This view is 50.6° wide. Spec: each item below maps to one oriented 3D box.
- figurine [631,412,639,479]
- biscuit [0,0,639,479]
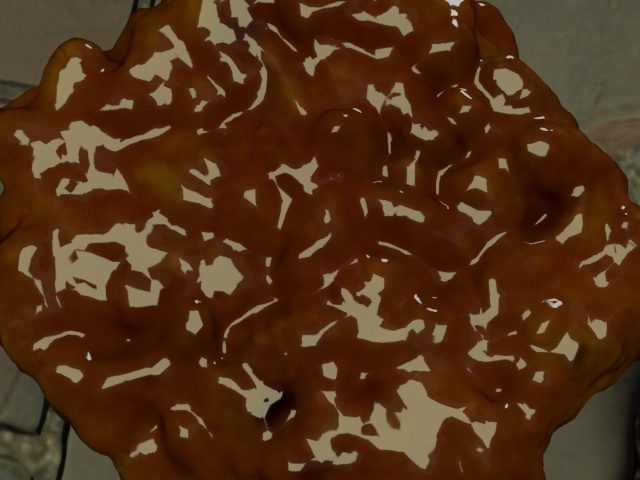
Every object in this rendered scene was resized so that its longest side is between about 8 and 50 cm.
[{"bbox_3d":[0.242,0.080,0.327,0.145,0.145,0.222,22,95,2],"label":"figurine"},{"bbox_3d":[0.000,0.000,0.348,0.318,0.110,0.312,-39,87,-5],"label":"biscuit"}]
